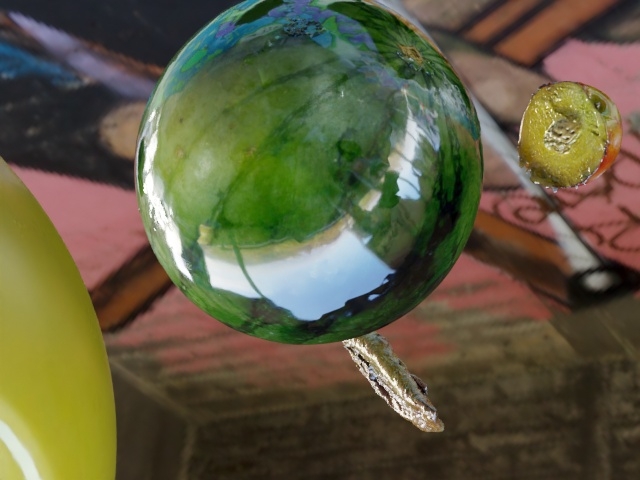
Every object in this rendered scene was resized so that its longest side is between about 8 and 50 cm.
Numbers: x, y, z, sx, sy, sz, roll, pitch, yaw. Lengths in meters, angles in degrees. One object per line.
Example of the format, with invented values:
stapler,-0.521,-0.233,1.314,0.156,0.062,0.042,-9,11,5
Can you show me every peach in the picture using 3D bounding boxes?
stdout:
peach,0.213,-0.084,1.209,0.098,0.061,0.098,4,-85,50

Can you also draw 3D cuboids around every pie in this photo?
pie,0.070,0.136,1.453,0.033,0.088,0.191,-30,-133,-17

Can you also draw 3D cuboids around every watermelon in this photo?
watermelon,-0.008,-0.049,0.993,0.242,0.242,0.242,-19,-128,25

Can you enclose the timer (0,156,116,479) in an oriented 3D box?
timer,-0.277,0.068,0.598,0.386,0.376,0.376,20,-106,42
